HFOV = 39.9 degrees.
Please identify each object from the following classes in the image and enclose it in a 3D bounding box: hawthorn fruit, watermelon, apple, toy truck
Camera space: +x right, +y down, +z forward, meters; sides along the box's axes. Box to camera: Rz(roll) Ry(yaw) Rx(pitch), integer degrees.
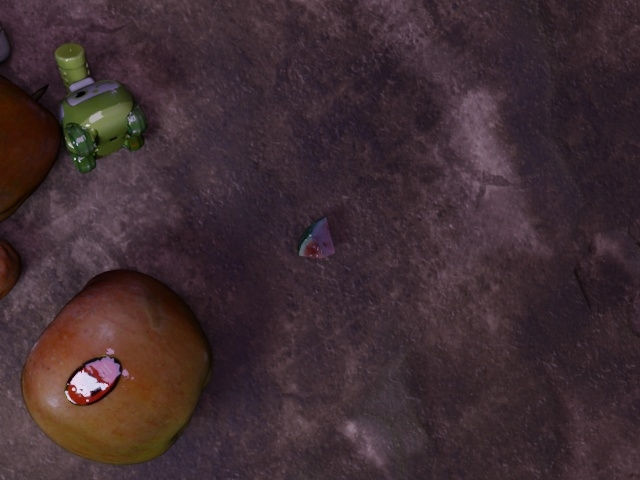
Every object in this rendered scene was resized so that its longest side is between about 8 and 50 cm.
[{"bbox_3d":[-0.642,0.058,1.620,0.189,0.149,0.149,-33,94,23],"label":"hawthorn fruit"},{"bbox_3d":[-0.003,-0.002,1.730,0.072,0.084,0.092,28,99,-17],"label":"watermelon"},{"bbox_3d":[-0.590,-0.178,1.552,0.301,0.268,0.268,-42,95,-9],"label":"hawthorn fruit"},{"bbox_3d":[-0.346,0.235,1.551,0.305,0.338,0.338,40,84,-5],"label":"apple"},{"bbox_3d":[-0.421,-0.237,1.631,0.148,0.187,0.210,-29,68,-21],"label":"toy truck"}]

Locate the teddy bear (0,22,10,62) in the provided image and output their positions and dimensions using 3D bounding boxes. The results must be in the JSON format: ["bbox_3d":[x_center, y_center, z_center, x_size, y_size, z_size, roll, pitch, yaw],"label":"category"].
[{"bbox_3d":[-0.731,-0.353,1.578,0.267,0.156,0.256,50,59,-41],"label":"teddy bear"}]
